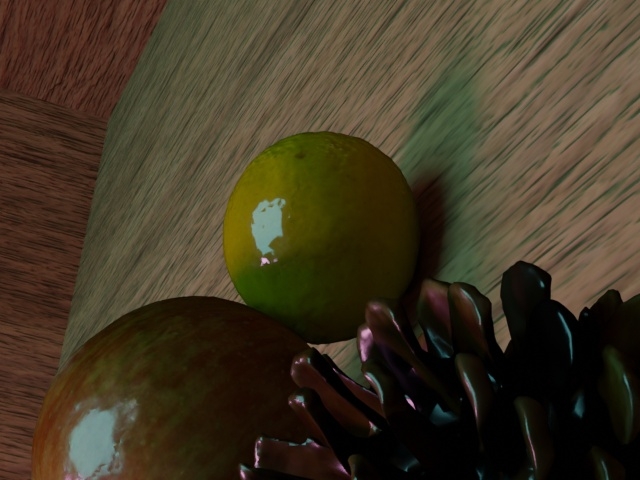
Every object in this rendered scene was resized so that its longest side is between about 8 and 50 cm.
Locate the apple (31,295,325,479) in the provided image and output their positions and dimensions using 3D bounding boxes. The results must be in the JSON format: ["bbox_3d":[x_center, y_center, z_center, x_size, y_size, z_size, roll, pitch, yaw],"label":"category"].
[{"bbox_3d":[-0.083,0.188,1.104,0.277,0.309,0.250,22,74,33],"label":"apple"}]

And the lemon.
[{"bbox_3d":[0.000,0.000,1.169,0.178,0.178,0.203,130,154,-53],"label":"lemon"}]

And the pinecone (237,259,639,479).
[{"bbox_3d":[0.081,0.129,0.676,0.264,0.264,0.264,-164,90,-73],"label":"pinecone"}]
